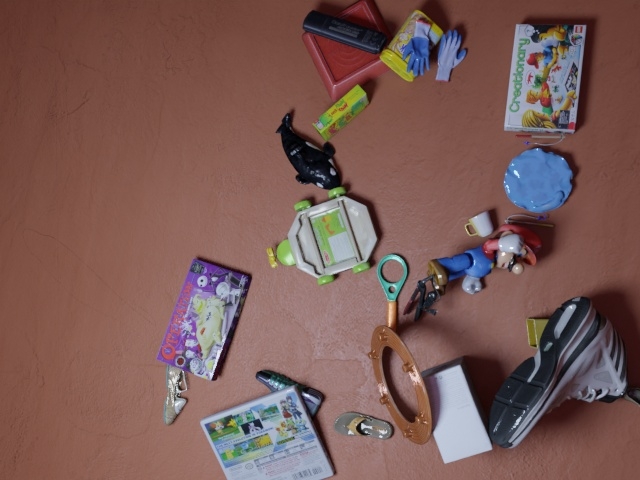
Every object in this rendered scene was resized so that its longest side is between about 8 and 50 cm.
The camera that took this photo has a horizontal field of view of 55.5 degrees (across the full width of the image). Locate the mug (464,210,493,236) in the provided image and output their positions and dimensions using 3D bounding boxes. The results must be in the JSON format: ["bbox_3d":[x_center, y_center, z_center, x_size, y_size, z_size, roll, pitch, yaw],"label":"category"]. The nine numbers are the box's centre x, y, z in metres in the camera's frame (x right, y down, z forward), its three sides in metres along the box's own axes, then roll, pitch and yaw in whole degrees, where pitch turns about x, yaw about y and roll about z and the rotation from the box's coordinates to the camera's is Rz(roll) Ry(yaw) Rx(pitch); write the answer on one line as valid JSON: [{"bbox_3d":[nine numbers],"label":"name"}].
[{"bbox_3d":[0.469,-0.044,1.772,0.062,0.078,0.064,-25,88,-20],"label":"mug"}]

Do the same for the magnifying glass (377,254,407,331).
[{"bbox_3d":[0.216,0.158,1.836,0.092,0.026,0.231,0,86,16],"label":"magnifying glass"}]

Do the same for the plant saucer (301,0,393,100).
[{"bbox_3d":[0.094,-0.614,1.921,0.258,0.047,0.259,-27,80,12],"label":"plant saucer"}]

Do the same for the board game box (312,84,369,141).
[{"bbox_3d":[0.065,-0.391,1.879,0.181,0.092,0.043,-40,77,4],"label":"board game box"}]

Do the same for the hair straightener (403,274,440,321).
[{"bbox_3d":[0.300,0.169,1.723,0.089,0.230,0.047,31,56,13],"label":"hair straightener"}]

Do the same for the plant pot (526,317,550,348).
[{"bbox_3d":[0.627,0.254,1.688,0.083,0.081,0.081,-5,84,2],"label":"plant pot"}]

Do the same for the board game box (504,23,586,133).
[{"bbox_3d":[0.644,-0.465,1.751,0.192,0.053,0.306,6,87,16],"label":"board game box"}]

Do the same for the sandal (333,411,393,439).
[{"bbox_3d":[0.125,0.558,1.816,0.180,0.049,0.072,6,87,16],"label":"sandal"}]

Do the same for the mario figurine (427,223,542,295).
[{"bbox_3d":[0.468,0.071,1.680,0.320,0.198,0.170,-22,100,-1],"label":"mario figurine"}]

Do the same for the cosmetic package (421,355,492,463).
[{"bbox_3d":[0.367,0.457,1.666,0.138,0.224,0.225,-24,79,12],"label":"cosmetic package"}]

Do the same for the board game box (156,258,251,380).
[{"bbox_3d":[-0.374,0.252,1.960,0.208,0.056,0.347,15,82,20],"label":"board game box"}]

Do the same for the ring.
[{"bbox_3d":[0.208,0.398,1.676,0.032,0.336,0.337,-15,80,-16],"label":"ring"}]

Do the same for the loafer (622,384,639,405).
[{"bbox_3d":[0.871,0.424,1.618,0.147,0.050,0.056,12,89,16],"label":"loafer"}]

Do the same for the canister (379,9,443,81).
[{"bbox_3d":[0.277,-0.588,1.835,0.126,0.073,0.170,34,93,-20],"label":"canister"}]

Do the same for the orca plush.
[{"bbox_3d":[-0.047,-0.279,1.904,0.151,0.102,0.287,-28,79,12],"label":"orca plush"}]

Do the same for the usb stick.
[{"bbox_3d":[0.072,-0.643,1.876,0.277,0.045,0.077,25,77,20],"label":"usb stick"}]

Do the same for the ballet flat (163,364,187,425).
[{"bbox_3d":[-0.468,0.500,1.978,0.067,0.073,0.207,2,88,8],"label":"ballet flat"}]

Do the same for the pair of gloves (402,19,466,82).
[{"bbox_3d":[0.341,-0.558,1.810,0.198,0.023,0.160,9,100,-18],"label":"pair of gloves"}]

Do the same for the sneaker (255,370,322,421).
[{"bbox_3d":[-0.110,0.481,1.874,0.223,0.083,0.098,20,96,15],"label":"sneaker"}]

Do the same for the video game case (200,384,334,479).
[{"bbox_3d":[-0.163,0.628,1.859,0.328,0.036,0.300,-22,96,13],"label":"video game case"}]

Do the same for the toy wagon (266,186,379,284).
[{"bbox_3d":[0.000,0.000,1.888,0.344,0.068,0.268,-20,80,14],"label":"toy wagon"}]

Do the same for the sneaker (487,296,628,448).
[{"bbox_3d":[0.643,0.391,1.563,0.257,0.169,0.448,40,80,-8],"label":"sneaker"}]

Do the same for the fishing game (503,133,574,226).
[{"bbox_3d":[0.624,-0.172,1.742,0.189,0.041,0.264,3,95,16],"label":"fishing game"}]
